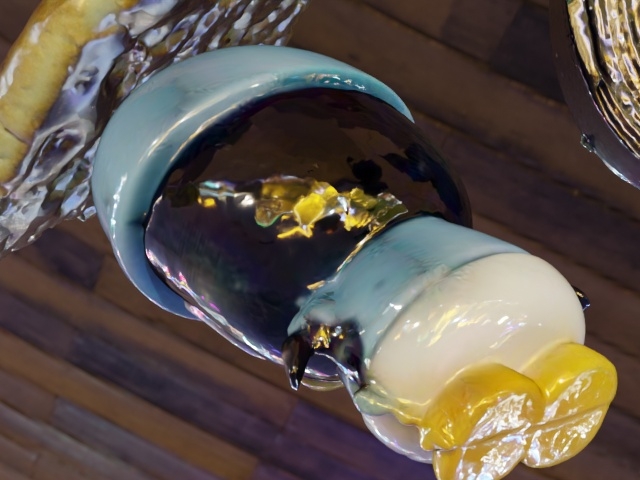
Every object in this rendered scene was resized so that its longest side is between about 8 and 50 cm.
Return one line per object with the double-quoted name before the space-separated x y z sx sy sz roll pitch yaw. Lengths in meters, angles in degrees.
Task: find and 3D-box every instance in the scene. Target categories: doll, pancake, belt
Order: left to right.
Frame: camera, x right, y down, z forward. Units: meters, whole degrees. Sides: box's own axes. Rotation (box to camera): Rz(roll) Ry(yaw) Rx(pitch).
"pancake" -0.075 -0.158 0.938 0.067 0.305 0.427 47 122 12
"doll" 0.000 0.000 0.684 0.314 0.177 0.141 44 132 42
"belt" 0.198 -0.114 0.742 0.151 0.198 0.078 -5 176 1
